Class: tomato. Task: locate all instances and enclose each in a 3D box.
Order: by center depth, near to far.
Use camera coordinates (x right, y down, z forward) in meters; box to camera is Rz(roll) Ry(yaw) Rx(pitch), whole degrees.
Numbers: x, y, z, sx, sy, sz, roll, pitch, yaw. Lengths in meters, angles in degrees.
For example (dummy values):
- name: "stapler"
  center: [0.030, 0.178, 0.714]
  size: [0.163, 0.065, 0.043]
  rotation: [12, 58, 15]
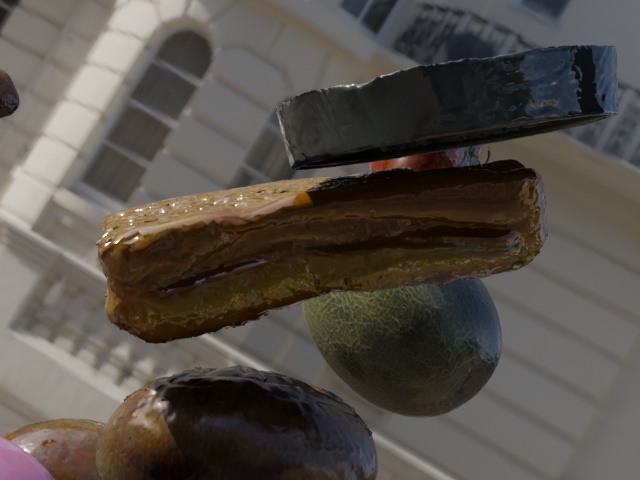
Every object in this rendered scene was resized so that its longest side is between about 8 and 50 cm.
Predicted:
- name: "tomato"
  center: [0.139, -0.114, 1.584]
  size: [0.167, 0.167, 0.167]
  rotation: [30, -7, 4]

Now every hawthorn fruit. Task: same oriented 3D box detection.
- name: "hawthorn fruit"
  center: [-0.375, 0.380, 1.673]
  size: [0.300, 0.268, 0.268]
  rotation: [3, 1, -17]
- name: "hawthorn fruit"
  center: [-0.480, -0.215, 1.759]
  size: [0.077, 0.077, 0.077]
  rotation: [30, -7, 4]

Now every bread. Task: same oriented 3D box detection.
- name: "bread"
  center: [0.000, 0.000, 1.029]
  size: [0.380, 0.109, 0.185]
  rotation: [-11, 9, -5]

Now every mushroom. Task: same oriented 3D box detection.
- name: "mushroom"
  center: [-0.077, 0.188, 1.062]
  size: [0.253, 0.153, 0.253]
  rotation: [1, -7, 0]

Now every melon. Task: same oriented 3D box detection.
- name: "melon"
  center: [0.107, 0.102, 1.646]
  size: [0.301, 0.237, 0.237]
  rotation: [44, 2, 34]

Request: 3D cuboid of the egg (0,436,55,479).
- name: "egg"
  center: [-0.289, 0.236, 0.792]
  size: [0.196, 0.271, 0.196]
  rotation: [51, 5, -6]

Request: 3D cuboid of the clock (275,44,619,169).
- name: "clock"
  center: [0.102, -0.104, 0.965]
  size: [0.280, 0.056, 0.280]
  rotation: [-10, 1, 0]
